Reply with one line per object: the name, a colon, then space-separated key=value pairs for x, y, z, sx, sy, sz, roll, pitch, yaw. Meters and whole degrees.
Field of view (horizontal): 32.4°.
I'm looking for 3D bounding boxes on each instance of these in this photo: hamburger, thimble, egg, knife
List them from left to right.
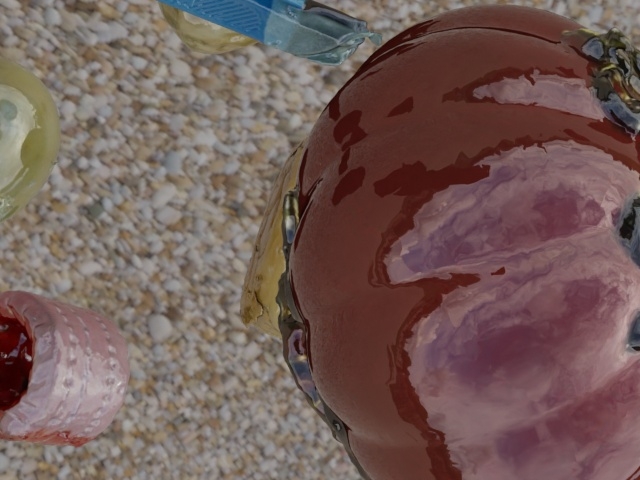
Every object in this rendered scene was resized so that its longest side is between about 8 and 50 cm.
egg: x=-0.329 y=-0.086 z=0.998 sx=0.201 sy=0.164 sz=0.164 roll=-31 pitch=127 yaw=24
thimble: x=-0.313 y=0.147 z=1.239 sx=0.125 sy=0.189 sz=0.163 roll=19 pitch=93 yaw=-44
knife: x=-0.107 y=-0.158 z=0.617 sx=0.297 sy=0.044 sz=0.026 roll=20 pitch=63 yaw=-10
hamburger: x=0.001 y=-0.002 z=0.997 sx=0.108 sy=0.214 sz=0.213 roll=19 pitch=102 yaw=-7

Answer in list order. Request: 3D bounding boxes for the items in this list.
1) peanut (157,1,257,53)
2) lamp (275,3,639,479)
peanut: x=-0.056 y=-0.234 z=0.769 sx=0.129 sy=0.129 sz=0.224 roll=-10 pitch=126 yaw=-24
lamp: x=0.078 y=0.018 z=0.454 sx=0.227 sy=0.227 sz=0.227 roll=-11 pitch=115 yaw=-24
